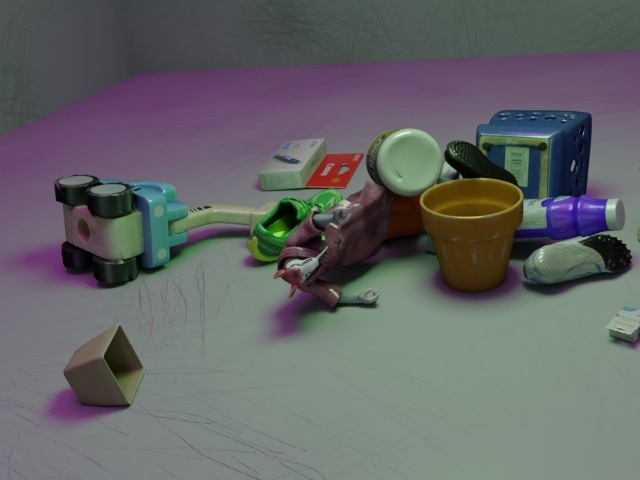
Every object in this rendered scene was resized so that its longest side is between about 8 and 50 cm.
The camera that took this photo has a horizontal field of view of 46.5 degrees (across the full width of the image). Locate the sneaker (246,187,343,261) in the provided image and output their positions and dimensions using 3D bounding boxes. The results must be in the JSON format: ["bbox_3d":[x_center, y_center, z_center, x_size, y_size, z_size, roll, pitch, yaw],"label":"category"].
[{"bbox_3d":[-0.044,-0.050,1.793,0.295,0.123,0.109,-33,66,-34],"label":"sneaker"}]

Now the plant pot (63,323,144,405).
[{"bbox_3d":[-0.395,0.234,1.344,0.096,0.109,0.109,-18,23,10],"label":"plant pot"}]

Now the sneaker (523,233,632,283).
[{"bbox_3d":[0.522,0.039,1.518,0.237,0.085,0.086,-6,-12,-16],"label":"sneaker"}]

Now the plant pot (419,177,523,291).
[{"bbox_3d":[0.314,-0.005,1.537,0.205,0.188,0.205,-7,26,3],"label":"plant pot"}]

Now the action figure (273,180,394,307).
[{"bbox_3d":[0.000,0.000,1.551,0.276,0.248,0.370,9,27,34],"label":"action figure"}]

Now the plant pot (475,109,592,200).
[{"bbox_3d":[0.494,-0.182,1.770,0.236,0.236,0.212,9,19,33],"label":"plant pot"}]

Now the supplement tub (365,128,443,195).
[{"bbox_3d":[0.180,-0.176,1.662,0.144,0.144,0.199,-10,8,-6],"label":"supplement tub"}]

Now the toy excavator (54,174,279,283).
[{"bbox_3d":[-0.370,-0.057,1.864,0.433,0.222,0.445,17,26,40],"label":"toy excavator"}]

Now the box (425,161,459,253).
[{"bbox_3d":[0.284,-0.083,1.711,0.038,0.186,0.145,14,31,14],"label":"box"}]

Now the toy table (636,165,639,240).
[{"bbox_3d":[0.792,-0.101,1.579,0.161,0.252,0.274,10,17,-1],"label":"toy table"}]

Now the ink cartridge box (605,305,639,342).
[{"bbox_3d":[0.545,0.152,1.320,0.048,0.028,0.083,16,34,42],"label":"ink cartridge box"}]

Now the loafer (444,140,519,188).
[{"bbox_3d":[0.343,-0.140,1.637,0.078,0.220,0.080,-35,38,38],"label":"loafer"}]

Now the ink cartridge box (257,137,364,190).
[{"bbox_3d":[-0.023,-0.239,2.286,0.261,0.066,0.296,-1,26,16],"label":"ink cartridge box"}]

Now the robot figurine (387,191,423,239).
[{"bbox_3d":[0.161,-0.066,1.784,0.219,0.128,0.158,-11,24,-6],"label":"robot figurine"}]

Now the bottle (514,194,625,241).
[{"bbox_3d":[0.497,-0.047,1.594,0.283,0.092,0.118,-3,10,39],"label":"bottle"}]
